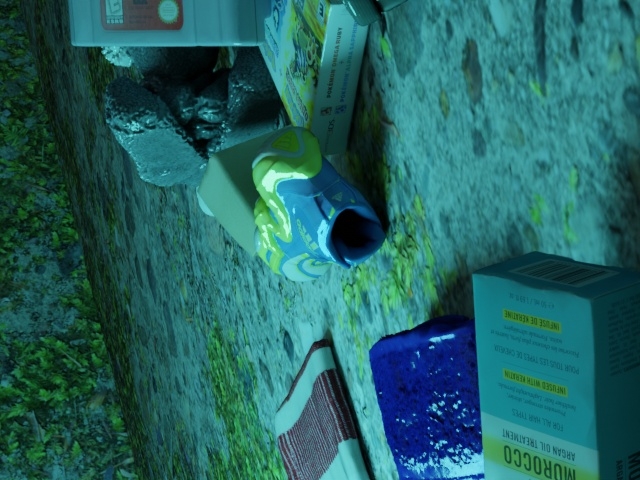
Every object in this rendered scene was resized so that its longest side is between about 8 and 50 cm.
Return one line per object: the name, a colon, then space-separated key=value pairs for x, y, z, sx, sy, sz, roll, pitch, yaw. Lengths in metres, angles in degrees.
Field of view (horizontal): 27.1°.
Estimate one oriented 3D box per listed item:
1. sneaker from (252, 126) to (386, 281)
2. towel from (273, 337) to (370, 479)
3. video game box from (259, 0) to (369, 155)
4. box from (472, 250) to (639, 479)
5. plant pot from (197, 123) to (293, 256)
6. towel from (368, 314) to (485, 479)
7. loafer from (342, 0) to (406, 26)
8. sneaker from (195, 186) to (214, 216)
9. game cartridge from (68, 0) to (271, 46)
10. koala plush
sneaker: x=0.000 y=0.000 z=1.247 sx=0.126 sy=0.091 sz=0.240 roll=46 pitch=168 yaw=26
towel: x=0.017 y=0.300 z=1.451 sx=0.237 sy=0.037 sz=0.329 roll=115 pitch=142 yaw=-61
video game box: x=-0.015 y=-0.214 z=1.251 sx=0.187 sy=0.048 sz=0.205 roll=97 pitch=157 yaw=-48
box: x=0.154 y=0.136 z=0.820 sx=0.100 sy=0.060 sz=0.244 roll=12 pitch=112 yaw=51
plant pot: x=-0.053 y=-0.046 z=1.385 sx=0.096 sy=0.109 sz=0.109 roll=64 pitch=160 yaw=11
towel: x=0.114 y=0.212 z=1.016 sx=0.228 sy=0.076 sz=0.308 roll=144 pitch=115 yaw=-72
loafer: x=0.030 y=-0.286 z=1.048 sx=0.096 sy=0.084 sz=0.267 roll=48 pitch=-157 yaw=-58
sneaker: x=-0.120 y=-0.113 z=1.642 sx=0.077 sy=0.072 sz=0.178 roll=16 pitch=123 yaw=59
game cartridge: x=-0.164 y=-0.291 z=1.327 sx=0.294 sy=0.060 sz=0.196 roll=8 pitch=101 yaw=46
koala plush: x=-0.159 y=-0.192 z=1.506 sx=0.203 sy=0.196 sz=0.221 roll=93 pitch=158 yaw=-67
